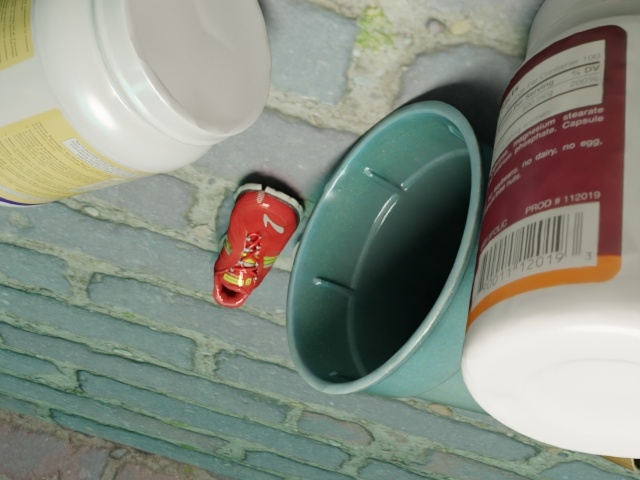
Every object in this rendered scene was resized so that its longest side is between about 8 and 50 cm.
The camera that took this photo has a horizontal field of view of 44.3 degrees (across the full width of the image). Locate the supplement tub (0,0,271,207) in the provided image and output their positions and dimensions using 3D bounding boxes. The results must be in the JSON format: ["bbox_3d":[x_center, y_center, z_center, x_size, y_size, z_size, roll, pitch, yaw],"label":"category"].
[{"bbox_3d":[-0.242,-0.174,0.819,0.331,0.241,0.241,-9,140,33],"label":"supplement tub"}]

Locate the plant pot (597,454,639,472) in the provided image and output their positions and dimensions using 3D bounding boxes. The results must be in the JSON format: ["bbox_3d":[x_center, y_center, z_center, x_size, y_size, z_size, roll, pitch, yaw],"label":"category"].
[{"bbox_3d":[0.353,0.177,1.134,0.254,0.237,0.237,11,149,33],"label":"plant pot"}]

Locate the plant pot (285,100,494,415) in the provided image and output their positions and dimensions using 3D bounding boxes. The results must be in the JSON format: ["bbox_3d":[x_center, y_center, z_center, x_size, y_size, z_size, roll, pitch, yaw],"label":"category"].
[{"bbox_3d":[0.187,0.062,0.937,0.334,0.341,0.341,24,147,-27],"label":"plant pot"}]

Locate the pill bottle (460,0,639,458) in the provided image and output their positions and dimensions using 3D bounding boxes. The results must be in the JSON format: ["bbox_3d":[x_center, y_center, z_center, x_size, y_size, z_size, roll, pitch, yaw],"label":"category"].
[{"bbox_3d":[0.254,-0.041,0.664,0.224,0.392,0.224,12,147,8],"label":"pill bottle"}]

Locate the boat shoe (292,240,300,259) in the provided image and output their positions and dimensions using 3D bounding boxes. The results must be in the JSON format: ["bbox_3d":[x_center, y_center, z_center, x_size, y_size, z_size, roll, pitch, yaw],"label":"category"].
[{"bbox_3d":[0.000,0.000,1.160,0.046,0.038,0.125,56,143,16],"label":"boat shoe"}]

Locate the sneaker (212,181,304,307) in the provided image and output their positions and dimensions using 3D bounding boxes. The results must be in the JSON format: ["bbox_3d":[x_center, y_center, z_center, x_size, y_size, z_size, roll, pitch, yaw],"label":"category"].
[{"bbox_3d":[-0.100,0.020,1.157,0.107,0.118,0.279,19,147,-6],"label":"sneaker"}]
